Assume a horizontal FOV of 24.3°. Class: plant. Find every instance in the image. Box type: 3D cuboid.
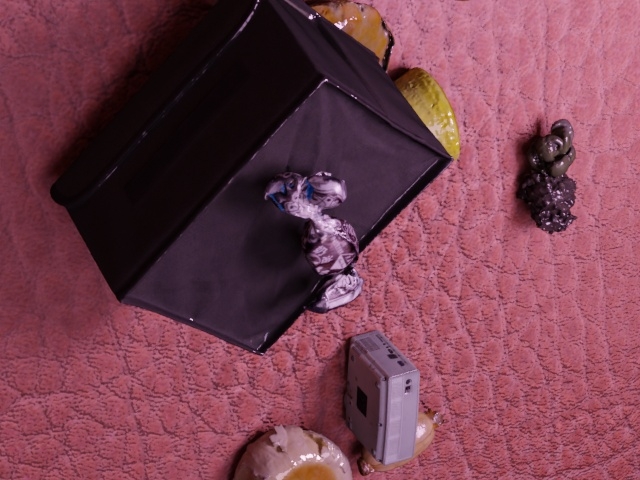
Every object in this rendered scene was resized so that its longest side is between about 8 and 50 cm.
[{"bbox_3d":[0.313,-0.085,2.021,0.085,0.087,0.174,-45,143,-41],"label":"plant"}]

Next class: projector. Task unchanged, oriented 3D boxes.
[{"bbox_3d":[0.079,0.214,2.021,0.061,0.115,0.147,-12,122,-23],"label":"projector"}]

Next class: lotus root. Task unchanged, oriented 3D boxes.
[{"bbox_3d":[0.113,0.281,2.114,0.150,0.062,0.073,-31,136,-13],"label":"lotus root"}]

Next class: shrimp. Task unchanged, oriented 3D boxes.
[{"bbox_3d":[-0.025,-0.202,1.762,0.253,0.058,0.173,-19,133,-20],"label":"shrimp"}]

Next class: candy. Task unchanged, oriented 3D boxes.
[{"bbox_3d":[0.000,0.000,1.585,0.094,0.051,0.226,-23,140,0],"label":"candy"}]

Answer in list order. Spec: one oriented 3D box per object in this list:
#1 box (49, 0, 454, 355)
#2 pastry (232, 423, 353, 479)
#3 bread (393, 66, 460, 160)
[{"bbox_3d":[-0.073,-0.078,1.650,0.345,0.204,0.251,-47,140,13],"label":"box"},{"bbox_3d":[-0.039,0.327,2.032,0.165,0.088,0.166,-16,124,-24],"label":"pastry"},{"bbox_3d":[0.114,-0.139,1.850,0.114,0.111,0.129,-26,123,-6],"label":"bread"}]
